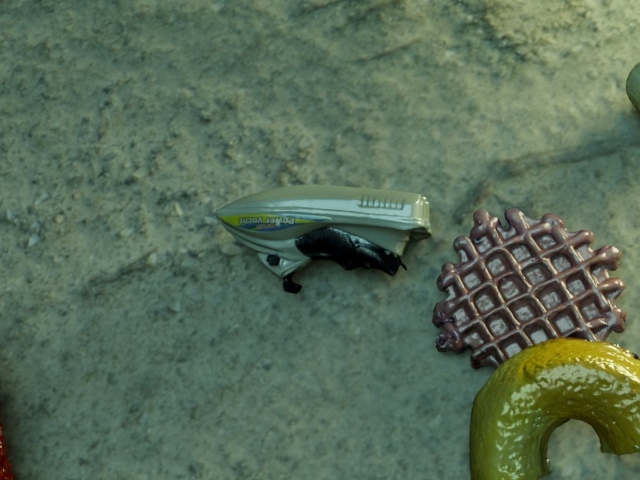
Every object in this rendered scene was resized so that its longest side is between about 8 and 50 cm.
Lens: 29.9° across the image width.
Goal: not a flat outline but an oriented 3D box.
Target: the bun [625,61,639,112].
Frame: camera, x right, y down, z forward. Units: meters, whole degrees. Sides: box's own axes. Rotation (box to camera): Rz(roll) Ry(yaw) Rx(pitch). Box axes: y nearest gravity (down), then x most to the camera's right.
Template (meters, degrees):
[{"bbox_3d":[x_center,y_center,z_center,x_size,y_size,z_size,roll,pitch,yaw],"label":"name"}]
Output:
[{"bbox_3d":[0.439,-0.182,1.496,0.115,0.115,0.069,8,63,14],"label":"bun"}]

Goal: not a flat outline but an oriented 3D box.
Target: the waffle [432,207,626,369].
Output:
[{"bbox_3d":[0.258,0.069,1.466,0.234,0.055,0.221,17,76,14],"label":"waffle"}]

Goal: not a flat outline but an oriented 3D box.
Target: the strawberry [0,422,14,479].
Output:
[{"bbox_3d":[-0.519,0.252,1.468,0.312,0.267,0.351,-35,97,25],"label":"strawberry"}]

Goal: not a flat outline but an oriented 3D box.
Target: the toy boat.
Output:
[{"bbox_3d":[0.005,-0.006,1.508,0.269,0.141,0.141,-10,69,10],"label":"toy boat"}]

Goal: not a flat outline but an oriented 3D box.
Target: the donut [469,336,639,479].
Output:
[{"bbox_3d":[0.275,0.191,1.376,0.259,0.101,0.152,-20,86,8],"label":"donut"}]
